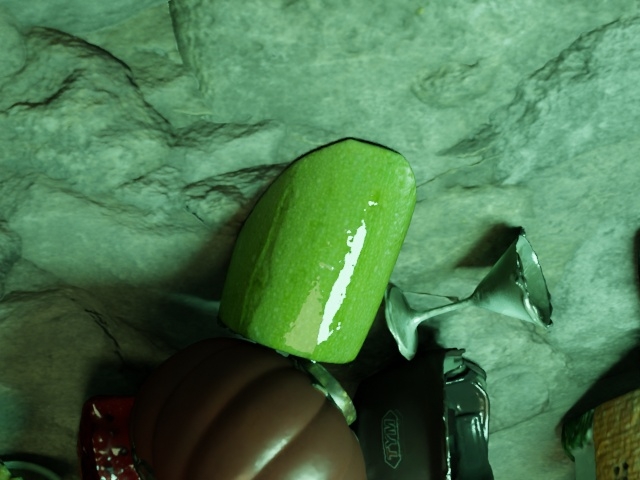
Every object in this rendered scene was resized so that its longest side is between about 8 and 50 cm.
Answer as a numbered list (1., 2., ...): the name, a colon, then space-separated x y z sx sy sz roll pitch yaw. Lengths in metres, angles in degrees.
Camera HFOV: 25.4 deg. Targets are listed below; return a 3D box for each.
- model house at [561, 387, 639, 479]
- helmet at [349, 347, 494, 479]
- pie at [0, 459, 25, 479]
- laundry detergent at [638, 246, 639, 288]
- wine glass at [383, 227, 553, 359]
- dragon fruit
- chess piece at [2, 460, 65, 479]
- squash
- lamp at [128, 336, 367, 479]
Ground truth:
1. model house: 0.444 0.355 1.856 0.190 0.301 0.271 16 155 -18
2. helmet: 0.112 0.251 1.784 0.177 0.225 0.305 -4 165 19
3. pie: -0.524 0.287 1.765 0.296 0.078 0.371 -31 109 20
4. laundry detergent: 0.466 0.090 1.757 0.143 0.094 0.290 -12 142 3
5. wine glass: 0.173 0.071 1.685 0.183 0.122 0.122 -17 138 21
6. dragon fruit: -0.170 0.353 1.861 0.330 0.240 0.302 12 152 -9
7. chess piece: -0.435 0.451 1.995 0.194 0.195 0.299 4 147 -12
8. squash: 0.000 0.000 1.641 0.189 0.189 0.261 14 99 -21
9. lamp: -0.082 0.251 1.641 0.257 0.303 0.303 -44 141 -18
